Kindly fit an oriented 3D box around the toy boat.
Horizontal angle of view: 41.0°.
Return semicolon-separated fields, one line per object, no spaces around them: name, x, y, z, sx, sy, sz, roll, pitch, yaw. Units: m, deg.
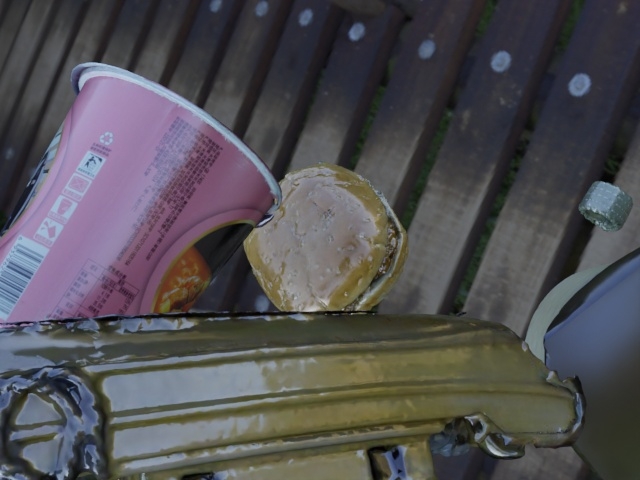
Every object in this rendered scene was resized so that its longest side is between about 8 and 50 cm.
toy boat;-0.052;0.131;0.530;0.136;0.445;0.162;143;124;-62

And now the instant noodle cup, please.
instant noodle cup;-0.197;0.004;0.806;0.244;0.244;0.255;7;62;50

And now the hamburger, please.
hamburger;0.000;0.001;1.441;0.259;0.144;0.283;-55;44;9

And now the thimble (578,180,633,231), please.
thimble;0.526;-0.061;1.574;0.084;0.110;0.062;29;86;39

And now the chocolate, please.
chocolate;0.429;0.165;1.218;0.314;0.326;0.297;-41;13;-5
